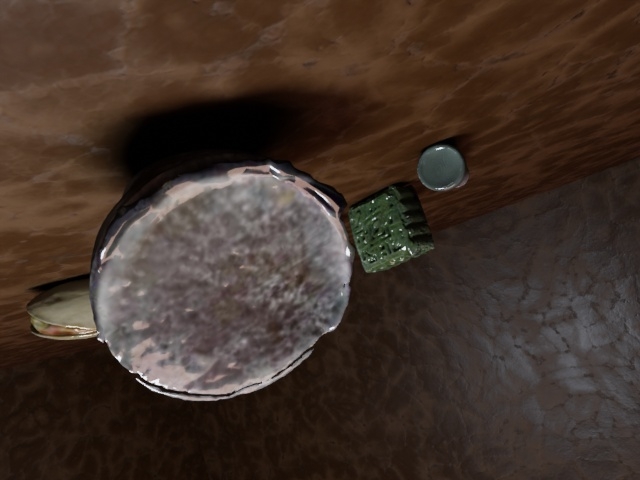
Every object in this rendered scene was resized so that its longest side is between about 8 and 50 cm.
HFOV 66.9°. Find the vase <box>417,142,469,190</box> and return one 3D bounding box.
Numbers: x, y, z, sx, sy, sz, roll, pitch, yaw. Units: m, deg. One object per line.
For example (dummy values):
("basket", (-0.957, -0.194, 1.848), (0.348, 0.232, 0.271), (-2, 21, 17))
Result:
("vase", (0.257, -0.138, 0.968), (0.086, 0.086, 0.214), (-21, 175, 23))

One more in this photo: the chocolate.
("chocolate", (-0.131, 0.016, 0.611), (0.303, 0.303, 0.213), (-14, -151, -21))

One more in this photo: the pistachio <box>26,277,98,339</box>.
("pistachio", (-0.509, 0.149, 1.048), (0.215, 0.144, 0.144), (-12, 170, -32))

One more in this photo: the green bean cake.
("green bean cake", (0.157, -0.025, 1.146), (0.094, 0.173, 0.181), (-6, 167, -44))
